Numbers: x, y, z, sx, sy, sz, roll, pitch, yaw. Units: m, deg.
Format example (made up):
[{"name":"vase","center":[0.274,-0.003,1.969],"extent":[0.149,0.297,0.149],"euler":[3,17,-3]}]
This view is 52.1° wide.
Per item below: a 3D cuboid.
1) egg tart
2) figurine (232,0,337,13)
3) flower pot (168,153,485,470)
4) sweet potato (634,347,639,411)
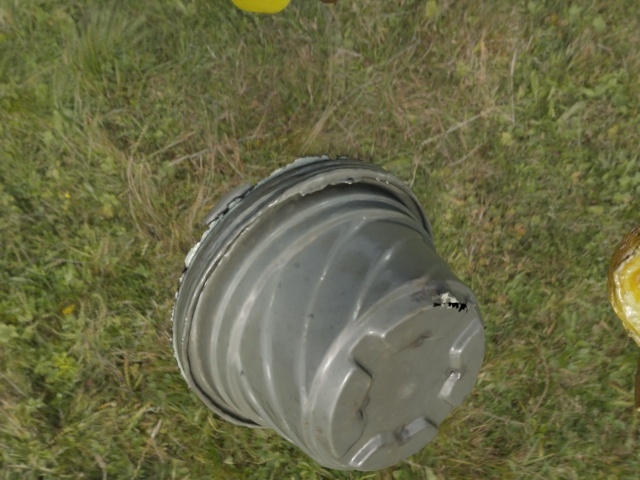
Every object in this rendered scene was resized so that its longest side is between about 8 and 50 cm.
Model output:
[{"name":"egg tart","center":[0.452,0.057,0.779],"extent":[0.090,0.212,0.212],"euler":[-25,66,-43]},{"name":"figurine","center":[-0.013,-0.439,0.840],"extent":[0.205,0.283,0.338],"euler":[-17,69,18]},{"name":"flower pot","center":[0.023,0.066,0.466],"extent":[0.235,0.235,0.140],"euler":[-41,43,-12]},{"name":"sweet potato","center":[0.507,0.079,0.902],"extent":[0.131,0.131,0.336],"euler":[4,87,4]}]
